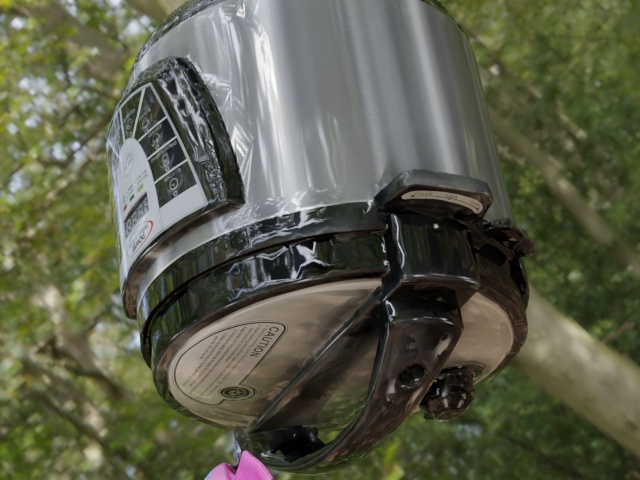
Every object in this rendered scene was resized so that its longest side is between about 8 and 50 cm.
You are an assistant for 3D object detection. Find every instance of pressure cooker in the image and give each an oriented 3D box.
[{"bbox_3d":[0.006,0.000,1.186,0.375,0.420,0.370,-15,-29,12],"label":"pressure cooker"}]

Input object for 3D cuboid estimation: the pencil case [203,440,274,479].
[{"bbox_3d":[-0.094,0.212,0.632,0.236,0.104,0.104,-45,-19,-5],"label":"pencil case"}]
